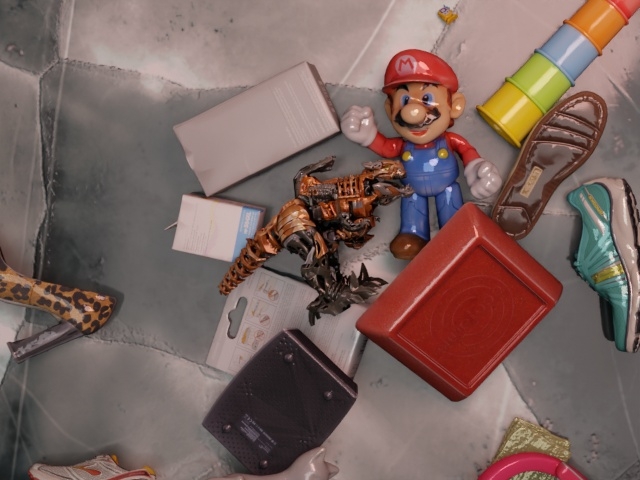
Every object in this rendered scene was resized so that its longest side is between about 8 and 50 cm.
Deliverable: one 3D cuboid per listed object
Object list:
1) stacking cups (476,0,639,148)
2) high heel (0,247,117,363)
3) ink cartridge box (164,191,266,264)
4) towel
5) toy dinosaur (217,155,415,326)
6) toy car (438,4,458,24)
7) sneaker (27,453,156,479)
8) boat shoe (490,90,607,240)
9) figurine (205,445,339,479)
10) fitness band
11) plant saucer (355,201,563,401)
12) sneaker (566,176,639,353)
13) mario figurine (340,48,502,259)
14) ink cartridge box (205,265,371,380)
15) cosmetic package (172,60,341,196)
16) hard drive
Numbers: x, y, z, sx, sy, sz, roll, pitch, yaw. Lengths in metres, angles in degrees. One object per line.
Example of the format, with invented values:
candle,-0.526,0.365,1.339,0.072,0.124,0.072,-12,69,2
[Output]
stacking cups,0.384,-0.283,1.890,0.316,0.096,0.096,-44,90,2
high heel,-0.453,0.047,1.982,0.186,0.093,0.261,-24,89,-6
ink cartridge box,-0.168,-0.021,1.942,0.143,0.092,0.090,13,95,3
towel,0.326,0.366,1.964,0.110,0.027,0.148,27,95,1
toy dinosaur,0.000,0.000,1.859,0.322,0.164,0.218,-28,91,33
toy car,0.218,-0.400,1.906,0.122,0.060,0.040,-47,58,-1
sneaker,-0.369,0.395,2.000,0.225,0.088,0.093,8,53,14
boat shoe,0.344,-0.122,1.893,0.095,0.095,0.257,37,103,-1
figurine,-0.056,0.418,1.929,0.209,0.092,0.215,-22,133,-1
fitness band,0.360,0.464,1.939,0.209,0.054,0.291,-45,100,6
plant saucer,0.225,0.110,1.878,0.258,0.048,0.259,-48,123,6
sneaker,0.451,0.040,1.911,0.110,0.107,0.275,-10,88,24
mario figurine,0.150,-0.129,1.867,0.198,0.170,0.321,-12,100,-21
ink cartridge box,-0.046,0.155,1.976,0.232,0.066,0.189,22,96,22
cosmetic package,-0.096,-0.173,1.923,0.238,0.107,0.127,-24,92,8
hard drive,-0.061,0.259,1.923,0.172,0.054,0.255,43,123,5
